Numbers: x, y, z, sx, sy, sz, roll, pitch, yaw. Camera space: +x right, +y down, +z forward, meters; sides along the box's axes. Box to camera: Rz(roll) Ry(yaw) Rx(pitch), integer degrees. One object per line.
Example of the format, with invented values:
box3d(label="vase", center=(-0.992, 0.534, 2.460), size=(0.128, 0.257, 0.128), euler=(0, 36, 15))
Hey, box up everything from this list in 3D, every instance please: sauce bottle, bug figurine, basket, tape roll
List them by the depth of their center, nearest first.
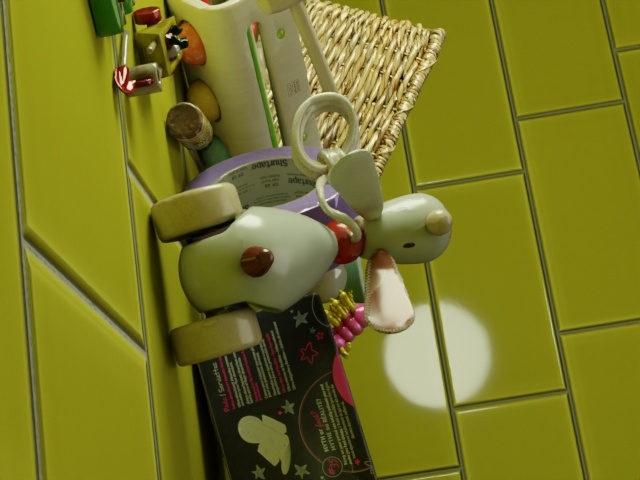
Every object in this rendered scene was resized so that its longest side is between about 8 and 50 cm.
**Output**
box3d(label="tape roll", center=(-0.051, -0.028, 1.421), size=(0.189, 0.189, 0.080), euler=(-94, 175, -62))
box3d(label="sauce bottle", center=(-0.140, -0.121, 1.434), size=(0.128, 0.042, 0.042), euler=(39, 42, -84))
box3d(label="bug figurine", center=(-0.005, 0.162, 1.834), size=(0.072, 0.216, 0.279), euler=(44, -1, 7))
box3d(label="basket", center=(0.044, -0.165, 1.902), size=(0.213, 0.223, 0.299), euler=(66, 45, -62))

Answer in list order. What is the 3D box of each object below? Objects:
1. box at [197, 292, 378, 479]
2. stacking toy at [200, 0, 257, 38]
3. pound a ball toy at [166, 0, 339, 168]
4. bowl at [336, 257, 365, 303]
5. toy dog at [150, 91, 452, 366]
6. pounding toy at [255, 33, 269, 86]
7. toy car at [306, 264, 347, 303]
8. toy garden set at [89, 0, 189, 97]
box3d(label="box", center=(-0.027, 0.204, 1.339), size=(0.163, 0.142, 0.247), euler=(74, -1, -73))
box3d(label="stacking toy", center=(-0.124, -0.373, 1.797), size=(0.141, 0.141, 0.330), euler=(78, 8, -48))
box3d(label="pound a ball toy", center=(-0.083, -0.191, 1.545), size=(0.208, 0.135, 0.319), euler=(35, -33, 44))
box3d(label="bowl", center=(-0.010, -0.015, 2.599), size=(0.311, 0.163, 0.312), euler=(-10, 90, -88))
box3d(label="toy dog", center=(0.000, 0.000, 1.217), size=(0.161, 0.333, 0.220), euler=(-13, -69, 57))
box3d(label="pounding toy", center=(-0.075, -0.228, 2.006), size=(0.269, 0.154, 0.154), euler=(-88, 165, -70))
box3d(label="toy car", center=(-0.059, 0.033, 1.846), size=(0.136, 0.159, 0.182), euler=(-52, 146, -35))
box3d(label="toy garden set", center=(-0.163, -0.224, 1.184), size=(0.244, 0.049, 0.204), euler=(-93, 174, -66))
